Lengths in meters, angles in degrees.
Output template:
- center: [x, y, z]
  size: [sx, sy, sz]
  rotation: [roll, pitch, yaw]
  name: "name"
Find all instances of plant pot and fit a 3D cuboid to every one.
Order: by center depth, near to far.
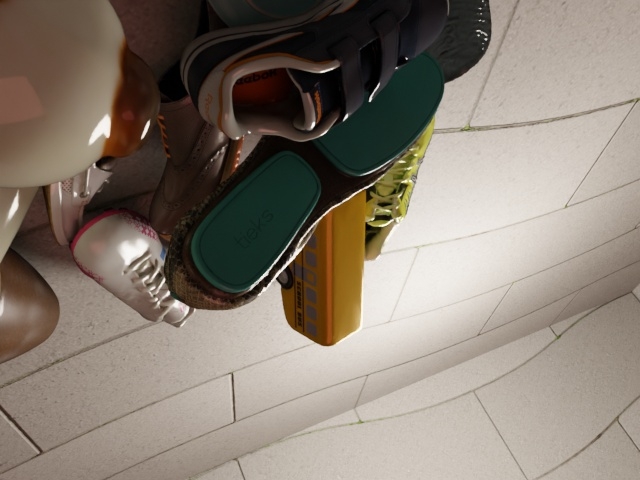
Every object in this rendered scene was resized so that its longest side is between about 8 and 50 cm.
- center: [-0.476, 0.091, 0.844]
  size: [0.215, 0.215, 0.230]
  rotation: [-29, 166, 1]
  name: "plant pot"

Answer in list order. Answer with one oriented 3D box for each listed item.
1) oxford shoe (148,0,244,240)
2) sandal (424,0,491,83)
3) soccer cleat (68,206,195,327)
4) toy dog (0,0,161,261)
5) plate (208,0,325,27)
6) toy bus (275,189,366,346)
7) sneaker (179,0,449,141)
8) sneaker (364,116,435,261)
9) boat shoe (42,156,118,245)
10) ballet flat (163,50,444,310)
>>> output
- center: [-0.170, -0.152, 0.792]
  size: [0.132, 0.130, 0.364]
  rotation: [9, 125, -38]
  name: "oxford shoe"
- center: [0.164, -0.341, 0.776]
  size: [0.167, 0.107, 0.446]
  rotation: [-33, 151, 9]
  name: "sandal"
- center: [-0.263, 0.054, 0.926]
  size: [0.116, 0.143, 0.331]
  rotation: [-45, 168, -12]
  name: "soccer cleat"
- center: [-0.336, -0.088, 0.491]
  size: [0.408, 0.395, 0.284]
  rotation: [-34, 139, 23]
  name: "toy dog"
- center: [-0.043, -0.309, 0.655]
  size: [0.188, 0.024, 0.188]
  rotation: [-14, 119, -26]
  name: "plate"
- center: [0.000, 0.000, 1.007]
  size: [0.108, 0.130, 0.333]
  rotation: [-22, 123, -38]
  name: "toy bus"
- center: [0.015, -0.192, 0.668]
  size: [0.321, 0.127, 0.126]
  rotation: [-22, 142, -9]
  name: "sneaker"
- center: [0.117, -0.112, 1.025]
  size: [0.145, 0.147, 0.385]
  rotation: [-2, 143, -8]
  name: "sneaker"
- center: [-0.306, -0.097, 0.770]
  size: [0.096, 0.098, 0.277]
  rotation: [-10, 144, -27]
  name: "boat shoe"
- center: [-0.029, -0.094, 0.803]
  size: [0.483, 0.164, 0.182]
  rotation: [-47, -167, -26]
  name: "ballet flat"
